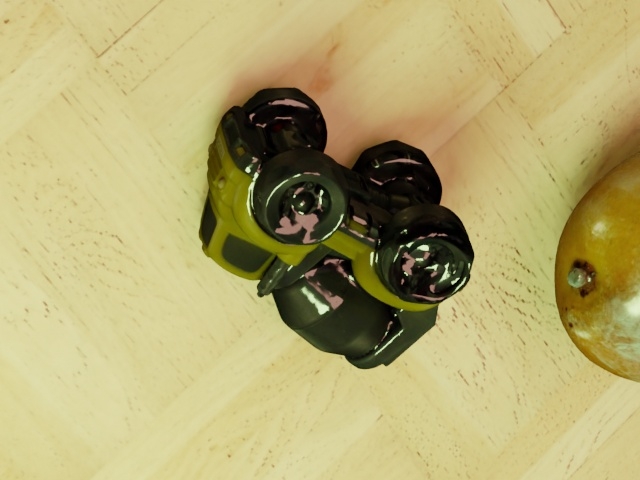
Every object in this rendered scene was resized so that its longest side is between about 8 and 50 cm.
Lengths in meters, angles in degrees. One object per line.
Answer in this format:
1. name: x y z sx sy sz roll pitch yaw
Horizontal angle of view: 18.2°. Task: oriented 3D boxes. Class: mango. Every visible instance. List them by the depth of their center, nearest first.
1. mango: 0.358 0.006 1.663 0.384 0.199 0.221 -12 102 -36

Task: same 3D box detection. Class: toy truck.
1. toy truck: 0.000 0.000 1.523 0.224 0.147 0.165 25 113 -26
